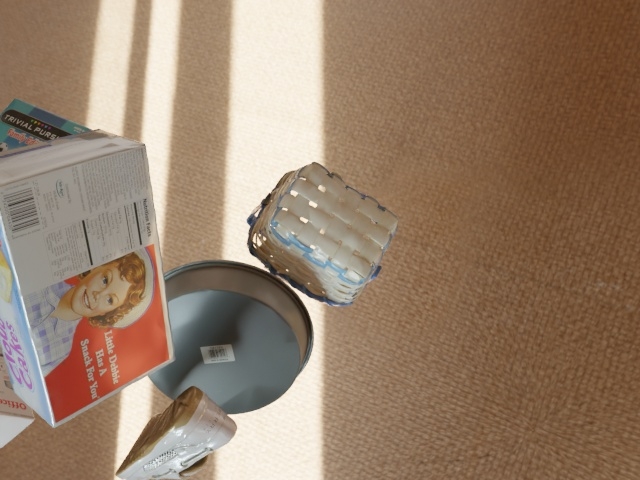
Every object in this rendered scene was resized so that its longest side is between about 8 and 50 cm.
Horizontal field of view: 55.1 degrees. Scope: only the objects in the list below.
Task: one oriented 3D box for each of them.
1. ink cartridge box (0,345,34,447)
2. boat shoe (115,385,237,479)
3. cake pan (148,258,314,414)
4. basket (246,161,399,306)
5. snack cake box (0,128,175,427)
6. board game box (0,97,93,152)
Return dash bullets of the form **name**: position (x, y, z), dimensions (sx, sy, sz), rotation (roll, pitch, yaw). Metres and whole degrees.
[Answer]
- **ink cartridge box**: position (-0.600, 0.233, 1.043), dimensions (0.092, 0.158, 0.218), rotation (-37, 58, 6)
- **boat shoe**: position (-0.205, 0.296, 0.863), dimensions (0.096, 0.277, 0.098), rotation (36, 47, -12)
- **cake pan**: position (-0.156, 0.166, 0.974), dimensions (0.293, 0.293, 0.054), rotation (-21, 27, 12)
- **basket**: position (0.000, 0.000, 1.081), dimensions (0.255, 0.289, 0.201), rotation (33, 67, -7)
- **snack cake box**: position (-0.247, 0.035, 0.626), dimensions (0.089, 0.152, 0.264), rotation (21, 123, 35)
- **board game box**: position (-0.702, -0.149, 1.407), dimensions (0.254, 0.079, 0.336), rotation (23, 68, 20)
